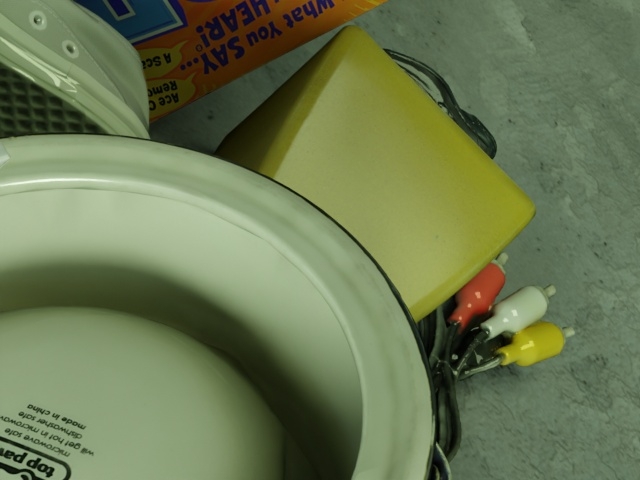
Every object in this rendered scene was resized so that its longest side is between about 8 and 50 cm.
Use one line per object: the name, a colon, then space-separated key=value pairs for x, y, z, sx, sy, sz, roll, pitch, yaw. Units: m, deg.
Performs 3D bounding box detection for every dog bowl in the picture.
dog bowl: x=-0.146 y=0.126 z=0.848 sx=0.408 sy=0.150 sz=0.408 roll=2 pitch=45 yaw=-2

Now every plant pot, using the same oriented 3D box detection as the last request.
plant pot: x=0.000 y=0.000 z=1.223 sx=0.212 sy=0.212 sz=0.187 roll=45 pitch=48 yaw=-7

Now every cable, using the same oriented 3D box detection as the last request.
cable: x=0.122 y=0.094 z=1.366 sx=0.139 sy=0.072 sz=0.287 roll=47 pitch=36 yaw=5

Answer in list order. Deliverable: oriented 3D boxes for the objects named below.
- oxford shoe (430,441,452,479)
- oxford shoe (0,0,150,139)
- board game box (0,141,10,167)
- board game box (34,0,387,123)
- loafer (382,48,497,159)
oxford shoe: x=0.032 y=0.204 z=1.044 sx=0.123 sy=0.130 sz=0.348 roll=-40 pitch=116 yaw=-43
oxford shoe: x=-0.290 y=-0.183 z=1.085 sx=0.449 sy=0.169 sz=0.130 roll=40 pitch=37 yaw=-32
board game box: x=-0.303 y=-0.078 z=0.750 sx=0.193 sy=0.053 sz=0.305 roll=55 pitch=27 yaw=2
board game box: x=-0.097 y=-0.382 z=1.250 sx=0.356 sy=0.356 sz=0.356 roll=48 pitch=32 yaw=-32
loafer: x=0.107 y=-0.123 z=1.555 sx=0.170 sy=0.062 sz=0.061 roll=39 pitch=42 yaw=-12
